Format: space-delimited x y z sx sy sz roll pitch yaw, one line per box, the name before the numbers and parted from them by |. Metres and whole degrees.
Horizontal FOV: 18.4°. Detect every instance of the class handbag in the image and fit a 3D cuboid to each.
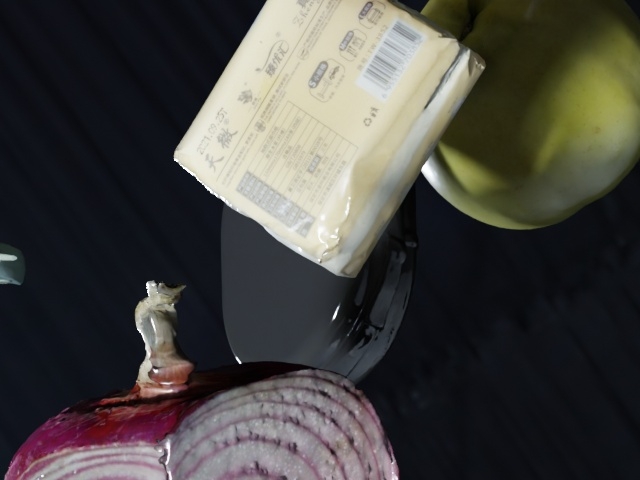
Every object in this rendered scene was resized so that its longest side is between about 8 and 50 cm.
handbag | 0.001 0.000 1.902 0.093 0.308 0.254 15 -30 -34

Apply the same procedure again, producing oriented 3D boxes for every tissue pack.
tissue pack | 0.005 -0.105 1.629 0.222 0.186 0.090 -61 -27 8

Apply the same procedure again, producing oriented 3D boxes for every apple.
apple | 0.204 -0.145 1.941 0.262 0.262 0.262 -34 -2 -1

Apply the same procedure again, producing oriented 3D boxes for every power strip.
power strip | -0.437 0.027 2.295 0.216 0.044 0.137 -4 -12 21

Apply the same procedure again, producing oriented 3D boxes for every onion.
onion | -0.093 0.189 1.413 0.256 0.272 0.230 15 -13 -36
